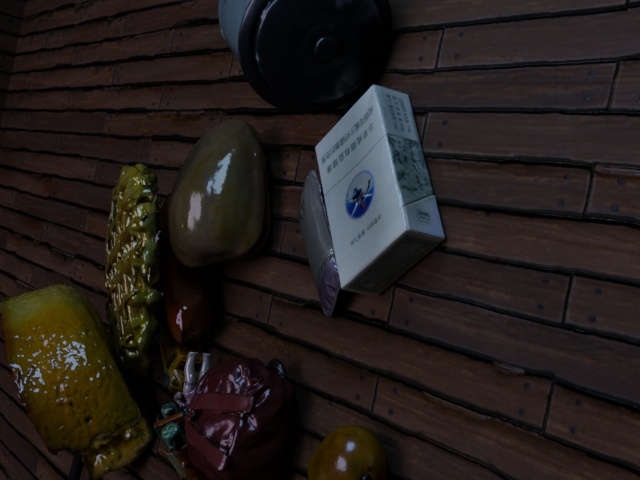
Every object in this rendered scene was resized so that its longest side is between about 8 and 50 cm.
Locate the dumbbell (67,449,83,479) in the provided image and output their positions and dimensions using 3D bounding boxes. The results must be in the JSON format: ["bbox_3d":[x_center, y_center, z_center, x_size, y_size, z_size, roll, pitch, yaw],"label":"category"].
[{"bbox_3d":[-0.531,0.495,2.244,0.081,0.082,0.254,30,105,57],"label":"dumbbell"}]

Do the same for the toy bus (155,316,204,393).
[{"bbox_3d":[-0.256,0.208,1.915,0.074,0.070,0.162,-54,39,32],"label":"toy bus"}]

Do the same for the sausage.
[{"bbox_3d":[-0.260,0.049,1.949,0.097,0.094,0.348,115,153,-42],"label":"sausage"}]

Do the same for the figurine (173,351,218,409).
[{"bbox_3d":[-0.227,0.291,1.849,0.083,0.083,0.187,10,95,58],"label":"figurine"}]

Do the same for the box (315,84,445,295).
[{"bbox_3d":[0.080,-0.072,1.478,0.164,0.069,0.256,-44,45,42],"label":"box"}]

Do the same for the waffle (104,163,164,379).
[{"bbox_3d":[-0.353,0.048,1.958,0.382,0.095,0.379,-127,43,-64],"label":"waffle"}]

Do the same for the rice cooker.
[{"bbox_3d":[-0.025,-0.329,1.570,0.227,0.241,0.280,-122,16,-54],"label":"rice cooker"}]

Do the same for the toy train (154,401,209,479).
[{"bbox_3d":[-0.221,0.359,1.737,0.074,0.176,0.118,-22,30,4],"label":"toy train"}]

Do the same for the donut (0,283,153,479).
[{"bbox_3d":[-0.458,0.246,1.951,0.377,0.163,0.435,62,172,13],"label":"donut"}]

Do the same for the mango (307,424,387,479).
[{"bbox_3d":[0.033,0.316,1.415,0.163,0.089,0.111,125,153,-48],"label":"mango"}]

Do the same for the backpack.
[{"bbox_3d":[-0.136,0.289,1.633,0.229,0.139,0.229,-19,66,50],"label":"backpack"}]

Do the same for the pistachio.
[{"bbox_3d":[-0.183,-0.082,1.810,0.213,0.163,0.260,-1,75,23],"label":"pistachio"}]

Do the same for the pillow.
[{"bbox_3d":[0.000,0.000,1.587,0.130,0.038,0.232,103,157,-50],"label":"pillow"}]
